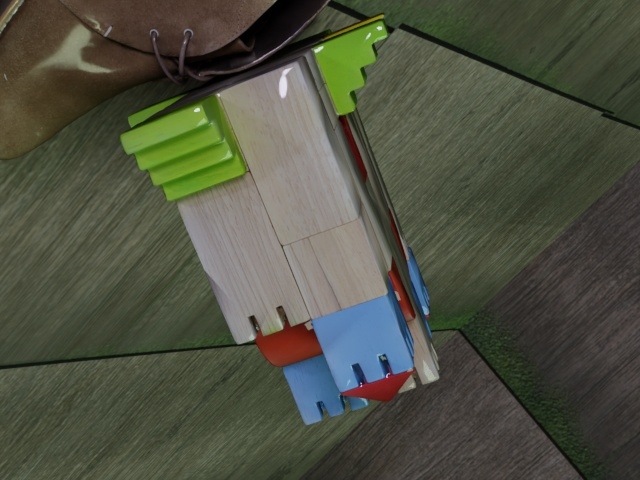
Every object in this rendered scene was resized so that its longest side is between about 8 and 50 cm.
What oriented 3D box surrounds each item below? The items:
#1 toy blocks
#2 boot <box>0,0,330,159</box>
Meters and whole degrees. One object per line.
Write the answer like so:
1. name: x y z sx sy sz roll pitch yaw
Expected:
1. toy blocks: 0.000 0.000 0.767 0.191 0.260 0.381 -20 -168 9
2. boot: -0.110 -0.139 0.703 0.305 0.115 0.112 -39 162 8
